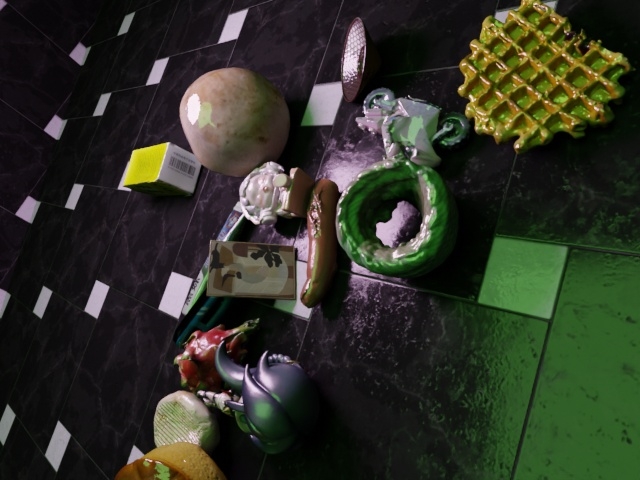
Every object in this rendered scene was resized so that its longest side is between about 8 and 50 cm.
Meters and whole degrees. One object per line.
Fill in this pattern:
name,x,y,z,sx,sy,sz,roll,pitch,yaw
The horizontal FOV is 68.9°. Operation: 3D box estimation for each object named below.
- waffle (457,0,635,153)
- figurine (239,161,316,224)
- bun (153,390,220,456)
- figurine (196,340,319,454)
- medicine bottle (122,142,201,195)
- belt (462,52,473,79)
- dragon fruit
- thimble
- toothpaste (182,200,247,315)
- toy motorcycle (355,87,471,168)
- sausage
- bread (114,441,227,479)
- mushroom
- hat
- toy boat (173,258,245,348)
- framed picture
waffle,0.386,-0.293,0.824,0.283,0.065,0.310,4,79,33
figurine,-0.122,-0.115,1.151,0.236,0.141,0.163,10,84,43
bun,-0.306,0.437,1.102,0.183,0.102,0.183,-1,88,29
figurine,-0.123,0.319,0.952,0.265,0.175,0.197,27,86,36
medicine bottle,-0.524,-0.227,1.550,0.250,0.137,0.141,1,73,42
belt,0.319,-0.342,0.938,0.059,0.036,0.083,-49,48,15
dragon fruit,-0.234,0.262,1.091,0.236,0.135,0.137,-30,26,5
thimble,0.143,-0.040,0.854,0.219,0.150,0.219,-4,81,26
toothpaste,-0.287,0.070,1.270,0.098,0.061,0.392,16,81,57
toy motorcycle,0.162,-0.199,0.962,0.239,0.108,0.204,31,93,44
sausage,0.000,0.000,1.043,0.078,0.078,0.304,-11,66,38
bread,-0.306,0.562,0.972,0.269,0.148,0.270,4,99,25
mushroom,-0.232,-0.307,1.285,0.290,0.297,0.298,140,142,-71
hat,0.113,-0.430,1.132,0.193,0.082,0.193,-178,90,-76
toy boat,-0.248,0.175,1.166,0.092,0.134,0.299,41,106,10
framed picture,-0.158,0.069,1.087,0.010,0.200,0.136,120,151,-61
